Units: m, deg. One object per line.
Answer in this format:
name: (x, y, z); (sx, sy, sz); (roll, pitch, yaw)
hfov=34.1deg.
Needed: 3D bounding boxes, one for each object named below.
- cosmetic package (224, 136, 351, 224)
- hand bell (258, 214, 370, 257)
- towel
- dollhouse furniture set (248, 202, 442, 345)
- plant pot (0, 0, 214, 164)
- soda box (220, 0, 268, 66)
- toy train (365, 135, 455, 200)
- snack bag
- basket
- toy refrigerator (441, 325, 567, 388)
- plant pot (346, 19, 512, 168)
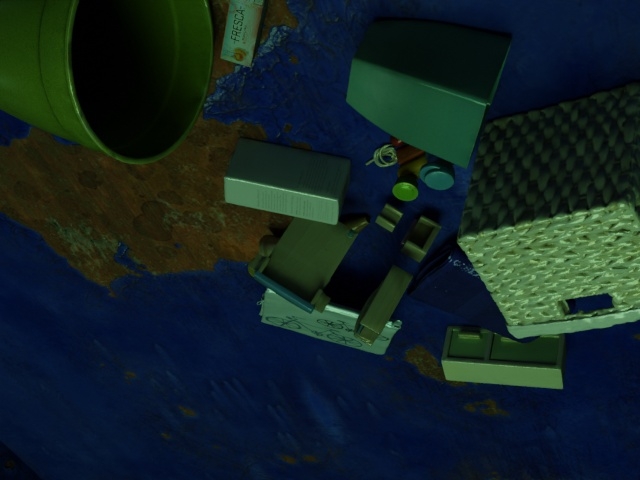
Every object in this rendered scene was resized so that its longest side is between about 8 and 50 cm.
cosmetic package: (-0.064, -0.118, 2.059); (0.231, 0.117, 0.085); (12, 142, 8)
hand bell: (0.000, 0.000, 2.224); (0.242, 0.126, 0.126); (-26, 128, 27)
towel: (0.365, 0.111, 2.239); (0.308, 0.076, 0.227); (24, 150, -11)
dollhouse furniture set: (0.040, 0.033, 2.159); (0.303, 0.286, 0.198); (30, 168, 3)
plant pot: (-0.427, -0.333, 1.763); (0.353, 0.366, 0.366); (10, 145, 29)
soda box: (-0.126, -0.384, 1.775); (0.058, 0.063, 0.183); (18, 143, -2)
toy train: (0.162, -0.131, 1.929); (0.105, 0.143, 0.248); (39, 138, -27)
snack bag: (0.012, 0.180, 2.406); (0.323, 0.037, 0.342); (16, 163, 1)
basket: (0.445, -0.053, 1.781); (0.328, 0.331, 0.266); (-13, 129, 34)
toy refrigerator: (0.420, 0.264, 2.387); (0.269, 0.102, 0.094); (2, 142, 19)
plant pot: (0.172, -0.265, 1.745); (0.234, 0.166, 0.165); (20, 145, 8)
